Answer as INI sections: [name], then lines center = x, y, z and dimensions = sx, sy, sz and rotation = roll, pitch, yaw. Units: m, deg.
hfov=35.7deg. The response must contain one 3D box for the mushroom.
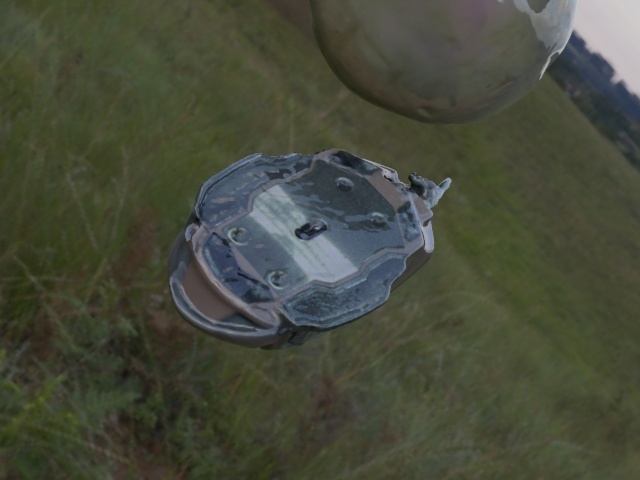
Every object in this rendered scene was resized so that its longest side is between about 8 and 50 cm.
[mushroom]
center = 0.152, -0.265, 1.139
dimensions = 0.356, 0.315, 0.315
rotation = 34, 23, -35

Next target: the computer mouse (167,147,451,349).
[computer mouse]
center = -0.004, 0.004, 1.015
dimensions = 0.389, 0.115, 0.199
rotation = -27, 72, -42
